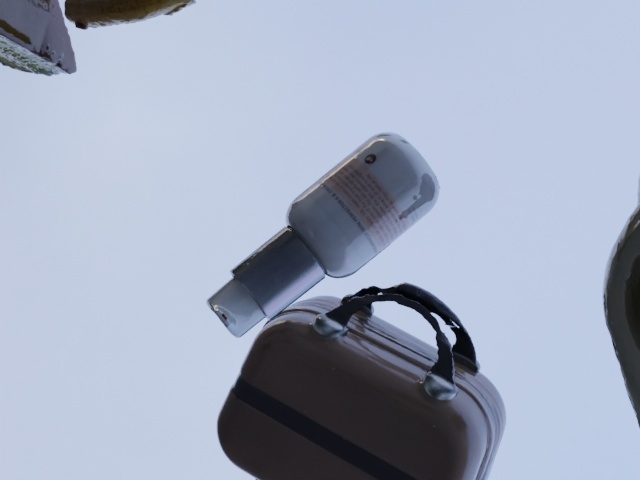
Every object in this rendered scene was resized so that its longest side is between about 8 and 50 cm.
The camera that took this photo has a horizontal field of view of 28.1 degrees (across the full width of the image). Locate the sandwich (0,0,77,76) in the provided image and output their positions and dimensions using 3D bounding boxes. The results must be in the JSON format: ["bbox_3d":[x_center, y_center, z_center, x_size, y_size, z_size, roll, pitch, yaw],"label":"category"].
[{"bbox_3d":[-0.342,-0.250,1.231,0.094,0.258,0.096,0,-114,39],"label":"sandwich"}]

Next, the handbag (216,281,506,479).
[{"bbox_3d":[0.057,0.175,1.396,0.302,0.149,0.283,29,-68,17],"label":"handbag"}]

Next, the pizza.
[{"bbox_3d":[-0.217,-0.302,1.542,0.182,0.161,0.062,-13,-60,18],"label":"pizza"}]

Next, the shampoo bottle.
[{"bbox_3d":[0.000,0.000,0.955,0.074,0.192,0.074,49,-6,7],"label":"shampoo bottle"}]

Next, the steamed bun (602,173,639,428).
[{"bbox_3d":[0.371,0.002,0.944,0.342,0.368,0.255,-21,-90,34],"label":"steamed bun"}]
